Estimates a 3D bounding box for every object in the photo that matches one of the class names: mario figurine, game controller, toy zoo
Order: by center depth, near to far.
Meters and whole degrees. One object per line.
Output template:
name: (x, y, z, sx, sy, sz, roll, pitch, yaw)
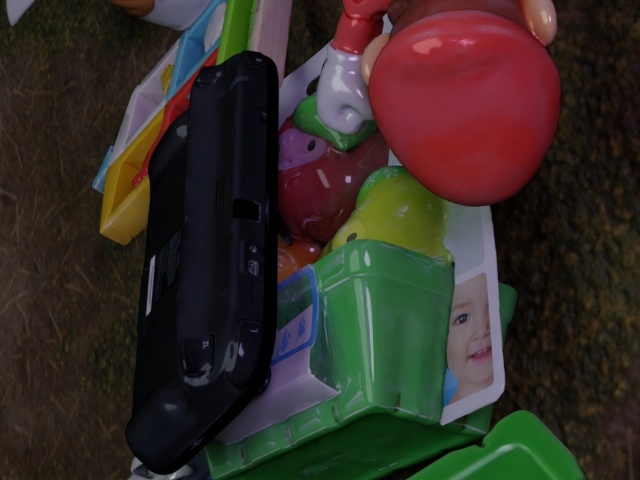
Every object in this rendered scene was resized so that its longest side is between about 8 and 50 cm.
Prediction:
mario figurine: (0.098, -0.169, 0.922, 0.198, 0.170, 0.321, 138, 135, -60)
game controller: (-0.083, 0.008, 1.025, 0.166, 0.067, 0.319, 125, 154, -43)
toy zoo: (-0.120, -0.122, 1.266, 0.293, 0.030, 0.192, -42, 30, 38)

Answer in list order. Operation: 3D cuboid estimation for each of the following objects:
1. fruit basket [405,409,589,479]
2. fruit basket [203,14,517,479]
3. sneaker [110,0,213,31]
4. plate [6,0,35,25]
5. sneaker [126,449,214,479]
fruit basket: (0.139, 0.340, 0.811, 0.392, 0.283, 0.392, 55, 166, 21)
fruit basket: (0.000, 0.000, 1.056, 0.327, 0.165, 0.353, -30, 58, 44)
sneaker: (-0.098, -0.308, 1.254, 0.290, 0.123, 0.106, -56, 49, 28)
plate: (-0.202, -0.371, 1.355, 0.278, 0.045, 0.277, -36, 27, 42)
sneaker: (-0.147, 0.244, 1.127, 0.130, 0.236, 0.323, -27, 64, 45)
